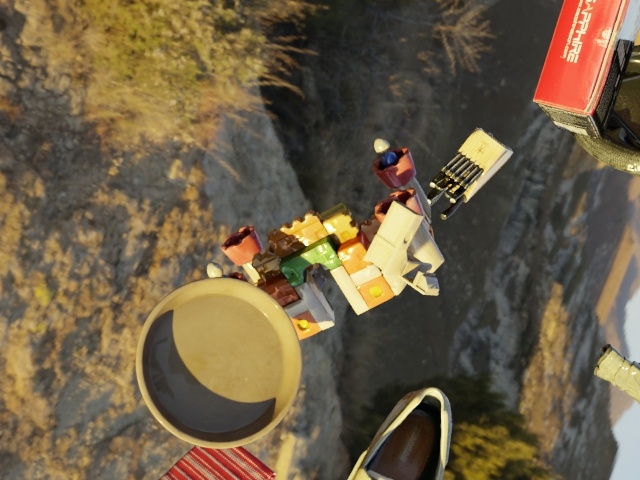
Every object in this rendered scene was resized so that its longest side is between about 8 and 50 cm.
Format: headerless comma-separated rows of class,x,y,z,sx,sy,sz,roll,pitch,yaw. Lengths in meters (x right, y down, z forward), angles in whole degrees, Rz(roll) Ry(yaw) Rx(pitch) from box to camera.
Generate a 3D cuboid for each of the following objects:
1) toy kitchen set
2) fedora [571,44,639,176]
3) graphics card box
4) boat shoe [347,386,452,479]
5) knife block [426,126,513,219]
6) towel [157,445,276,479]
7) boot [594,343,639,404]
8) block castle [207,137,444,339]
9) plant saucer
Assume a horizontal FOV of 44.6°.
toy kitchen set,0.109,0.010,0.847,0.083,0.068,0.075,9,112,-50
fedora,0.670,-0.246,1.631,0.334,0.334,0.152,-61,150,-22
graphics card box,0.441,-0.300,1.260,0.371,0.094,0.232,-4,110,-66
boat shoe,0.070,0.299,0.887,0.103,0.113,0.302,98,15,-54
knife block,0.363,-0.160,1.960,0.242,0.088,0.276,-53,166,15
towel,-0.242,0.507,1.519,0.275,0.199,0.031,-40,136,-27
boot,0.575,0.240,1.391,0.083,0.161,0.246,-52,162,-16
block castle,0.000,0.000,1.550,0.213,0.453,0.303,58,16,-22
plant saucer,-0.165,0.198,1.279,0.278,0.278,0.041,-59,-169,-25
